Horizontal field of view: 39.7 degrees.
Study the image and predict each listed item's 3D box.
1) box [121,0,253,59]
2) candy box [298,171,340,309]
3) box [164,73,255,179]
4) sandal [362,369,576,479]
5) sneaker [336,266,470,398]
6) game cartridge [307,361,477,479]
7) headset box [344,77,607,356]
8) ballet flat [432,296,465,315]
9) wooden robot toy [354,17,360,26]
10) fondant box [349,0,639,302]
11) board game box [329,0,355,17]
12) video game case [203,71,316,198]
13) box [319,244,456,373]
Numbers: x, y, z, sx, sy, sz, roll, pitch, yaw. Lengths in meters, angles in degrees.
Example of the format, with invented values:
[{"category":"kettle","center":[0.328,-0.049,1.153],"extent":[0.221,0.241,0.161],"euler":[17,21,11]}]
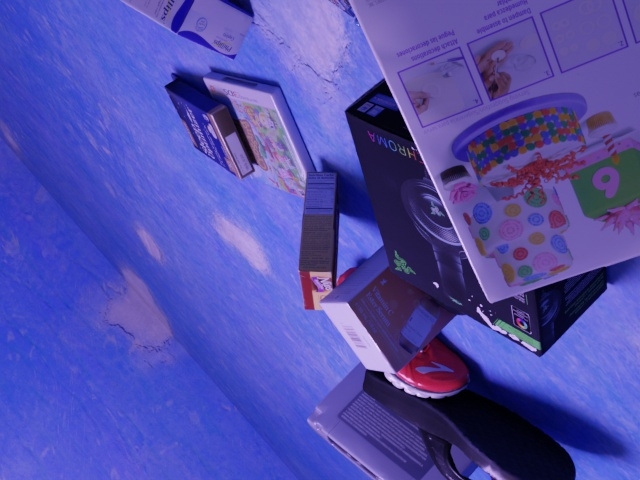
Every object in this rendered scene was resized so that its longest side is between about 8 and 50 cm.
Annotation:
[{"category":"box","center":[-0.186,-0.324,1.235],"extent":[0.137,0.072,0.126],"euler":[36,-167,30]},{"category":"candy box","center":[0.000,0.000,1.350],"extent":[0.053,0.186,0.109],"euler":[1,144,6]},{"category":"box","center":[-0.202,-0.201,1.542],"extent":[0.225,0.037,0.136],"euler":[37,156,50]},{"category":"sandal","center":[0.231,0.317,1.422],"extent":[0.446,0.168,0.106],"euler":[26,112,56]},{"category":"sneaker","center":[0.126,0.148,1.448],"extent":[0.279,0.107,0.118],"euler":[37,144,21]},{"category":"game cartridge","center":[0.144,0.337,1.576],"extent":[0.297,0.198,0.062],"euler":[33,152,36]},{"category":"headset box","center":[0.182,-0.036,1.008],"extent":[0.246,0.131,0.283],"euler":[30,151,40]},{"category":"ballet flat","center":[0.162,0.026,1.213],"extent":[0.203,0.074,0.074],"euler":[58,156,-14]},{"category":"wooden robot toy","center":[0.114,-0.236,0.937],"extent":[0.173,0.076,0.079],"euler":[29,-175,41]},{"category":"fondant box","center":[0.188,-0.133,0.710],"extent":[0.330,0.238,0.096],"euler":[62,-162,-25]},{"category":"board game box","center":[-0.046,-0.339,0.996],"extent":[0.201,0.035,0.136],"euler":[40,-173,23]},{"category":"video game case","center":[-0.092,-0.168,1.444],"extent":[0.193,0.023,0.212],"euler":[23,146,47]},{"category":"box","center":[0.110,0.087,1.280],"extent":[0.130,0.170,0.091],"euler":[54,158,-13]}]
